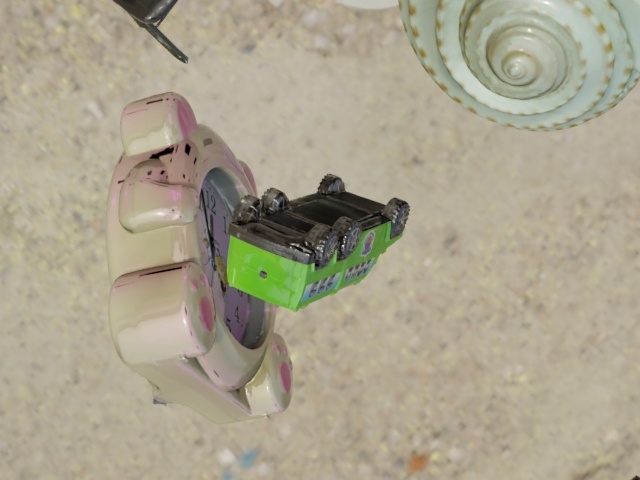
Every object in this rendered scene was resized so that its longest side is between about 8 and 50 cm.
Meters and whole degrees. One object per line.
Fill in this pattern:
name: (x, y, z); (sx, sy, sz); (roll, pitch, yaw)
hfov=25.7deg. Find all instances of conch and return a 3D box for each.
conch: (0.190, -0.248, 1.029); (0.215, 0.319, 0.303); (27, 145, -36)

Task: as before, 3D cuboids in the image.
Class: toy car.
toy car: (0.000, 0.000, 0.964); (0.165, 0.071, 0.062); (-21, 129, -61)

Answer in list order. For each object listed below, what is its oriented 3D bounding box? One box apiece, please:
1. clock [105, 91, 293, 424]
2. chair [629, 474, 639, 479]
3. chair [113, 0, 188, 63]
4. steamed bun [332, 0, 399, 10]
clock: (-0.129, 0.020, 1.485); (0.114, 0.309, 0.284); (-13, 153, 18)
chair: (0.198, 0.232, 0.861); (0.154, 0.141, 0.260); (-48, -178, 36)
chair: (-0.222, -0.346, 1.759); (0.140, 0.145, 0.221); (-52, 151, 5)
steamed bun: (0.076, -0.372, 1.525); (0.164, 0.146, 0.241); (11, 115, -18)
